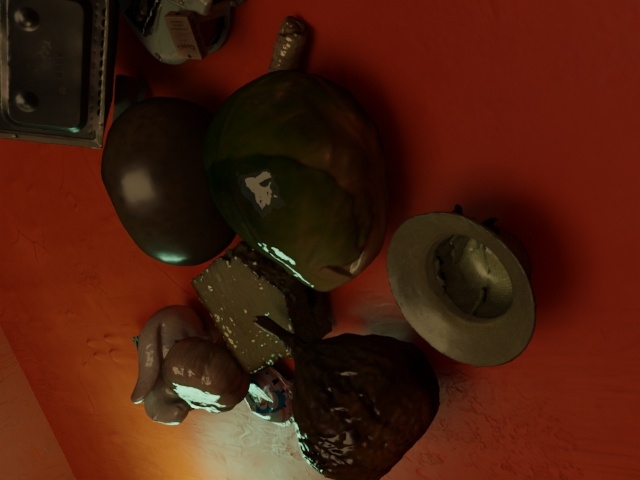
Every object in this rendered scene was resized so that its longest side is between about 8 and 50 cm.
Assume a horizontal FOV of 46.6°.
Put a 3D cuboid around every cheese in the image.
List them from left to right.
[{"bbox_3d":[-0.097,0.358,1.729,0.286,0.074,0.188,2,116,46],"label":"cheese"}]

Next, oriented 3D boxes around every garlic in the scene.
[{"bbox_3d":[-0.245,0.277,1.719,0.219,0.212,0.218,18,148,12],"label":"garlic"}]

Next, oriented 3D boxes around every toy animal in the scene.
[{"bbox_3d":[-0.371,0.293,1.871,0.206,0.272,0.264,7,107,23],"label":"toy animal"}]

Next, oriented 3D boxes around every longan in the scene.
[{"bbox_3d":[-0.290,-0.116,1.489,0.288,0.288,0.350,15,124,42],"label":"longan"}]

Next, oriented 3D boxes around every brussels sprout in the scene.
[{"bbox_3d":[-0.033,-0.096,1.215,0.289,0.281,0.354,-5,119,49],"label":"brussels sprout"}]

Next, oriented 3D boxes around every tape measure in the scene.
[{"bbox_3d":[-0.272,-0.446,1.370,0.243,0.125,0.246,48,139,16],"label":"tape measure"}]

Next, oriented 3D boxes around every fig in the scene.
[{"bbox_3d":[0.016,0.258,1.340,0.369,0.286,0.286,33,137,8],"label":"fig"}]

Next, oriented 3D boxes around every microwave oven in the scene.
[{"bbox_3d":[-0.523,-0.427,1.434,0.333,0.247,0.394,-105,24,-58],"label":"microwave oven"}]

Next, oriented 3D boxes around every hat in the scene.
[{"bbox_3d":[0.237,0.050,1.122,0.257,0.130,0.257,25,130,35],"label":"hat"}]

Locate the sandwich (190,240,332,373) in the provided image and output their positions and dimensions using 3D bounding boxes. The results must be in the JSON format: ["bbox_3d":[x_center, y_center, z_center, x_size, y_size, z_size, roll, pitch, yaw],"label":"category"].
[{"bbox_3d":[-0.113,0.125,1.555,0.262,0.131,0.325,59,145,2],"label":"sandwich"}]

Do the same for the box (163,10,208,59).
[{"bbox_3d":[-0.235,-0.358,1.299,0.053,0.024,0.083,11,139,27],"label":"box"}]

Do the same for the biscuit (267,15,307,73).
[{"bbox_3d":[-0.070,-0.285,1.307,0.061,0.055,0.219,52,142,27],"label":"biscuit"}]

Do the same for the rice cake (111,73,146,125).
[{"bbox_3d":[-0.420,-0.226,1.632,0.051,0.081,0.290,86,-179,-76],"label":"rice cake"}]

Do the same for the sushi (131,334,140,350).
[{"bbox_3d":[-0.441,0.364,2.131,0.220,0.047,0.231,-19,94,56],"label":"sushi"}]
